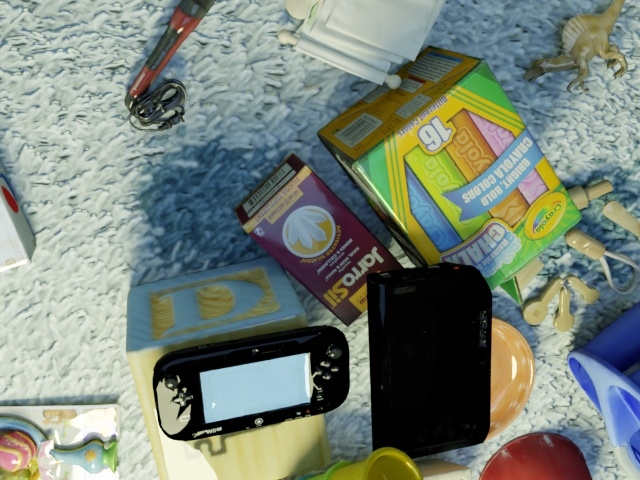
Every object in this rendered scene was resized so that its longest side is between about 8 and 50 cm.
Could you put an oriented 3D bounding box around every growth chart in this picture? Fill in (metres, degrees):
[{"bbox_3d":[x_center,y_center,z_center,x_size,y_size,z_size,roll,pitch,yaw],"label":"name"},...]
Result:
[{"bbox_3d":[0.071,-0.290,0.878,0.172,0.021,0.237,33,94,6],"label":"growth chart"}]

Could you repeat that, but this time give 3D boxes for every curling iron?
[{"bbox_3d":[-0.133,-0.240,0.873,0.068,0.035,0.274,25,101,-24],"label":"curling iron"}]

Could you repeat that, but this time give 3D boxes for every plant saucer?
[{"bbox_3d":[0.195,0.189,1.087,0.200,0.037,0.200,-4,108,-11],"label":"plant saucer"}]

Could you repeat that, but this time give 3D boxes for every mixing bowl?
[{"bbox_3d":[0.328,0.383,1.149,0.181,0.098,0.181,-4,109,-12],"label":"mixing bowl"}]

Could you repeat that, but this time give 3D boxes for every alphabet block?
[{"bbox_3d":[-0.110,0.154,0.923,0.193,0.192,0.197,-12,111,-7],"label":"alphabet block"}]

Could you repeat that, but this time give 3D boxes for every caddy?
[{"bbox_3d":[0.473,0.249,1.066,0.179,0.241,0.341,-41,111,-5],"label":"caddy"}]

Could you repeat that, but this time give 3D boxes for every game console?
[{"bbox_3d":[0.011,0.148,0.828,0.361,0.044,0.213,-8,108,-13],"label":"game console"}]

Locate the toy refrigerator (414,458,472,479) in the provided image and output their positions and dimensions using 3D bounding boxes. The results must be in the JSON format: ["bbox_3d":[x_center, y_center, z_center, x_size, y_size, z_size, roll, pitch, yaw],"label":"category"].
[{"bbox_3d":[0.070,0.364,1.041,0.269,0.094,0.102,-2,85,-25],"label":"toy refrigerator"}]

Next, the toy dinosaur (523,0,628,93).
[{"bbox_3d":[0.340,-0.244,0.973,0.183,0.053,0.092,-44,110,3],"label":"toy dinosaur"}]

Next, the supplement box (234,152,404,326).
[{"bbox_3d":[0.000,0.000,0.956,0.104,0.081,0.188,-44,112,3],"label":"supplement box"}]

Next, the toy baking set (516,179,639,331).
[{"bbox_3d":[0.353,0.016,1.076,0.256,0.030,0.196,-28,115,-1],"label":"toy baking set"}]

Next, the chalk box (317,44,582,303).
[{"bbox_3d":[0.164,-0.053,0.927,0.179,0.180,0.289,-39,113,1],"label":"chalk box"}]

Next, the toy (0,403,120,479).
[{"bbox_3d":[-0.368,0.273,0.971,0.237,0.056,0.137,0,106,-13],"label":"toy"}]

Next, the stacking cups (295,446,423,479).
[{"bbox_3d":[-0.030,0.303,0.880,0.096,0.096,0.316,43,134,-21],"label":"stacking cups"}]

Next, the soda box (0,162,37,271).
[{"bbox_3d":[-0.383,-0.069,0.850,0.074,0.069,0.216,-19,111,-7],"label":"soda box"}]
